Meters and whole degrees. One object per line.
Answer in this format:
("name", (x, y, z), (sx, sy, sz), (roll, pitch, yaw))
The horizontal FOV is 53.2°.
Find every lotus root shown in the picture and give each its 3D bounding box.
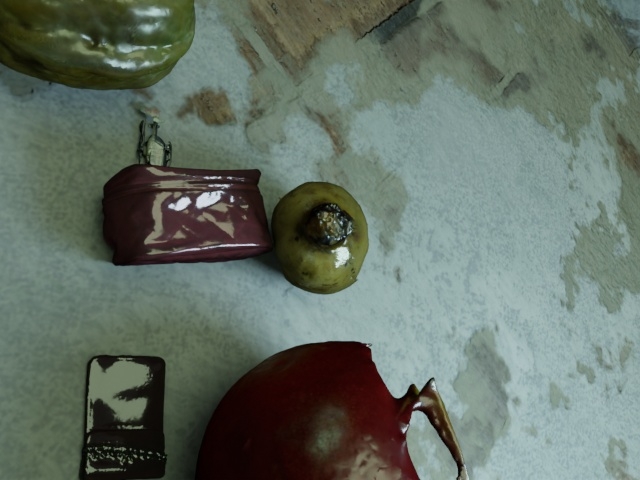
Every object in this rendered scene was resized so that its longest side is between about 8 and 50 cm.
("lotus root", (0.000, 0.000, 0.944), (0.146, 0.284, 0.160), (-30, 84, -7))

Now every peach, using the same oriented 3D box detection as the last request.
("peach", (0.000, 0.337, 0.787), (0.310, 0.335, 0.406), (-13, 88, -17))

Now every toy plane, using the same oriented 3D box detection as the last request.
("toy plane", (-0.246, -0.141, 0.942), (0.049, 0.031, 0.121), (7, 75, -25))

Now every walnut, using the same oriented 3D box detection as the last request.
("walnut", (-0.300, -0.316, 0.832), (0.282, 0.227, 0.283), (11, 61, -21))

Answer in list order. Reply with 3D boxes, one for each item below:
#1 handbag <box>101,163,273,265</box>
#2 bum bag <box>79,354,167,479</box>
("handbag", (-0.182, -0.034, 0.883), (0.225, 0.146, 0.135), (-4, 82, -34))
("bum bag", (-0.251, 0.229, 0.829), (0.109, 0.026, 0.159), (7, 72, -33))
